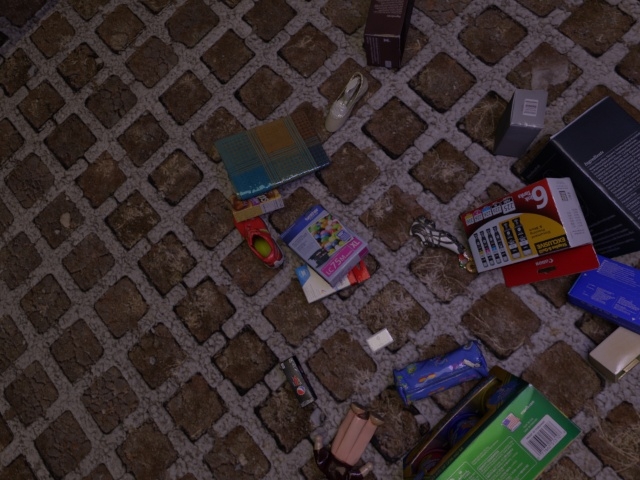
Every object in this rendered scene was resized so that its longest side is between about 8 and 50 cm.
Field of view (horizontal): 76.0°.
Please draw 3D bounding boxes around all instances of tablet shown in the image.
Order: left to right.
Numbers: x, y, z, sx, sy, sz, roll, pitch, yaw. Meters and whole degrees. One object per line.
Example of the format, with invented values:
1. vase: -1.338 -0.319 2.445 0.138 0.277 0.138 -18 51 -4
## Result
1. tablet: 0.204 0.346 1.417 0.083 0.006 0.054 -32 76 4

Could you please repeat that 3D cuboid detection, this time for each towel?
1. towel: -0.181 -0.323 1.543 0.370 0.040 0.271 -22 74 -8

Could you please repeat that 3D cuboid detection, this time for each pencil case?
1. pencil case: 0.383 0.422 1.305 0.306 0.133 0.119 -23 80 7

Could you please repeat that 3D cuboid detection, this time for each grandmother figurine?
1. grandmother figurine: 0.067 0.707 1.335 0.208 0.104 0.342 24 83 22

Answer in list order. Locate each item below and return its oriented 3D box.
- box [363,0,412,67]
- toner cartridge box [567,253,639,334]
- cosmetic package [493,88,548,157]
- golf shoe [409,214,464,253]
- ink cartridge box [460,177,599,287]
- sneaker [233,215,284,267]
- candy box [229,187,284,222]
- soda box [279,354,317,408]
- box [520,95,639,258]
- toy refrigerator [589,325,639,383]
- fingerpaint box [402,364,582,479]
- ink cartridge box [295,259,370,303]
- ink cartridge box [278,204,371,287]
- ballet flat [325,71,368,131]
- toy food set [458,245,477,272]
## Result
1. box: 0.268 -0.868 1.524 0.143 0.191 0.381 10 81 12
2. toner cartridge box: 0.936 0.183 1.182 0.165 0.075 0.348 -51 46 -9
3. cosmetic package: 0.648 -0.376 1.342 0.107 0.238 0.127 10 80 10
4. golf shoe: 0.399 -0.001 1.414 0.198 0.077 0.094 39 104 19
5. ink cartridge box: 0.620 -0.006 1.243 0.130 0.309 0.271 -6 76 -32
6. sneaker: -0.233 -0.021 1.502 0.107 0.118 0.279 -43 69 1
7. candy box: -0.237 -0.144 1.523 0.187 0.053 0.109 -19 43 -5
8. soda box: -0.076 0.486 1.418 0.053 0.060 0.168 -30 75 3
9. box: 0.857 -0.169 1.235 0.212 0.293 0.395 -37 76 2
10. toy refrigerator: 0.943 0.297 1.220 0.269 0.102 0.094 -41 45 1
11. fingerpaint box: 0.435 0.577 1.145 0.445 0.371 0.163 -46 75 1
12. ink cartridge box: 0.044 0.118 1.450 0.231 0.078 0.134 -25 76 5
13. ink cartridge box: 0.000 0.000 1.430 0.186 0.065 0.311 -44 55 -9
14. ballet flat: 0.092 -0.529 1.553 0.086 0.086 0.248 33 88 14
15. toy food set: 0.514 0.063 1.400 0.082 0.020 0.083 41 90 15
